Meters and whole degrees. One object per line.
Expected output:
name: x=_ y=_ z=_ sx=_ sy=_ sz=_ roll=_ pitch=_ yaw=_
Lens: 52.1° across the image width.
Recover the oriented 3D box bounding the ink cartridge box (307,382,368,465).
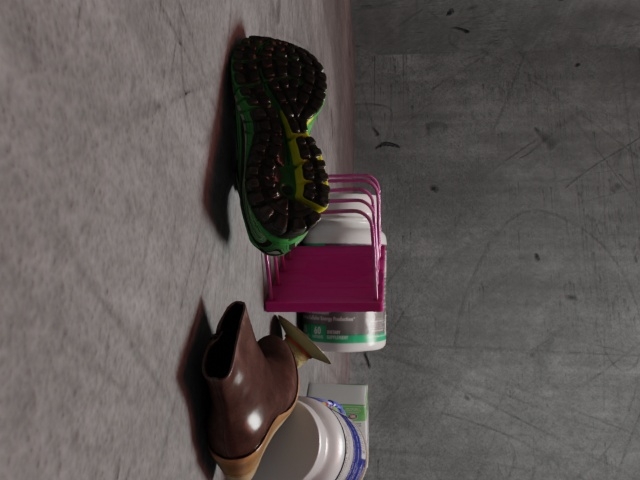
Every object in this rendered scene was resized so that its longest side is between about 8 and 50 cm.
ink cartridge box: x=0.047 y=0.483 z=1.705 sx=0.093 sy=0.154 sz=0.212 roll=-78 pitch=167 yaw=-61

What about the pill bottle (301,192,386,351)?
pill bottle: x=0.056 y=0.075 z=1.566 sx=0.204 sy=0.204 sz=0.361 roll=17 pitch=73 yaw=-83

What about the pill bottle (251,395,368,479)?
pill bottle: x=-0.024 y=0.324 z=1.013 sx=0.265 sy=0.153 sz=0.153 roll=54 pitch=36 yaw=-62

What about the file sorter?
file sorter: x=0.015 y=-0.009 z=1.217 sx=0.291 sy=0.202 sz=0.182 roll=-72 pitch=160 yaw=-70

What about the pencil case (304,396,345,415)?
pencil case: x=-0.013 y=0.438 z=1.187 sx=0.119 sy=0.133 sz=0.306 roll=41 pitch=44 yaw=-48

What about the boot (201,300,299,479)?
boot: x=-0.083 y=0.155 z=0.827 sx=0.248 sy=0.090 sz=0.207 roll=-75 pitch=166 yaw=-54

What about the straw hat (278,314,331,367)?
straw hat: x=-0.049 y=0.209 z=1.229 sx=0.061 sy=0.144 sz=0.144 roll=-46 pitch=160 yaw=-13

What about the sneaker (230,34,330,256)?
sneaker: x=-0.073 y=-0.140 z=0.907 sx=0.146 sy=0.134 sz=0.343 roll=127 pitch=-34 yaw=-57
